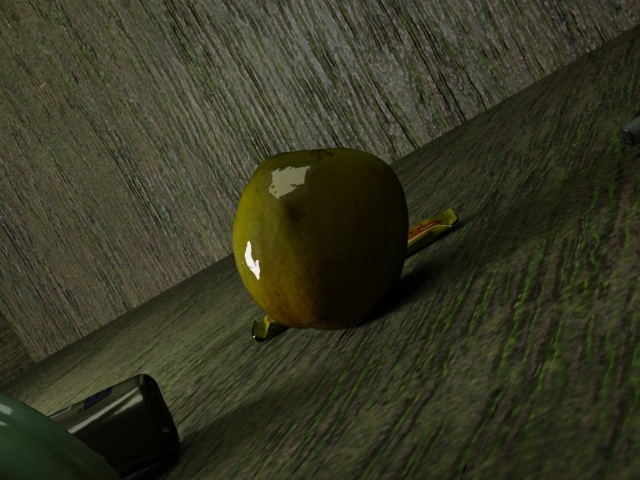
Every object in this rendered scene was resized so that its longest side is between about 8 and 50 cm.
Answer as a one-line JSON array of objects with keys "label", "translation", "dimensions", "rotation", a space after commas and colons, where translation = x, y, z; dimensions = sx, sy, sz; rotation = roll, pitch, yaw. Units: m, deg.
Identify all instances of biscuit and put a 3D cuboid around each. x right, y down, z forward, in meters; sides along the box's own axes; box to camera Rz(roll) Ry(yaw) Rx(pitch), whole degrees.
[{"label": "biscuit", "translation": [0.042, 0.044, 1.169], "dimensions": [0.292, 0.026, 0.048], "rotation": [-31, 26, 6]}]

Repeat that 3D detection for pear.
[{"label": "pear", "translation": [0.000, 0.000, 1.004], "dimensions": [0.200, 0.200, 0.200], "rotation": [-31, 6, 4]}]

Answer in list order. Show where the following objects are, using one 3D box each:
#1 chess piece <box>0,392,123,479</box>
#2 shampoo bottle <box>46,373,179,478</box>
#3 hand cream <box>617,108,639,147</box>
[{"label": "chess piece", "translation": [-0.265, 0.250, 0.599], "dimensions": [0.176, 0.176, 0.298], "rotation": [-24, 23, 51]}, {"label": "shampoo bottle", "translation": [-0.309, 0.233, 0.891], "dimensions": [0.350, 0.084, 0.125], "rotation": [-24, 0, -5]}, {"label": "hand cream", "translation": [0.391, -0.150, 0.977], "dimensions": [0.216, 0.038, 0.052], "rotation": [-28, 29, -18]}]
